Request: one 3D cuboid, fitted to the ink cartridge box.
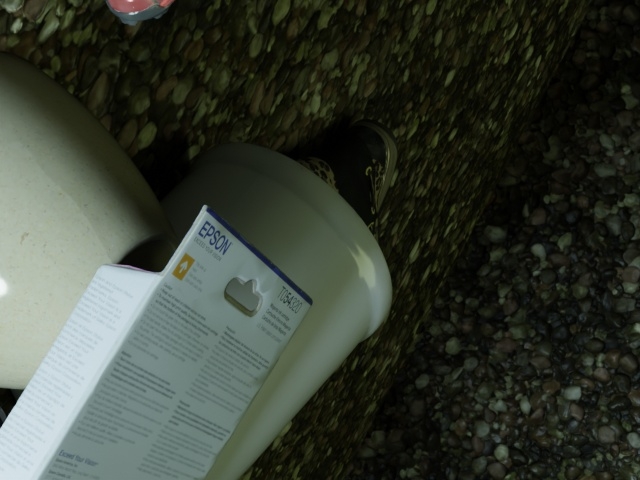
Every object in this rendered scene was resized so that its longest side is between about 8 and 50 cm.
[{"bbox_3d":[-0.160,0.143,1.231,0.330,0.071,0.324,-59,156,-8],"label":"ink cartridge box"}]

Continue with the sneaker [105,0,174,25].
[{"bbox_3d":[-0.152,-0.353,1.277,0.276,0.098,0.135,-63,162,-3],"label":"sneaker"}]

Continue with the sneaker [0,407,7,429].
[{"bbox_3d":[-0.373,0.279,1.249,0.163,0.086,0.226,-143,-108,-75],"label":"sneaker"}]

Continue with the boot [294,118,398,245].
[{"bbox_3d":[0.000,0.000,2.104,0.284,0.138,0.377,-29,139,-60],"label":"boot"}]

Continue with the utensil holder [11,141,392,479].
[{"bbox_3d":[-0.150,0.120,1.598,0.385,0.328,0.327,-48,157,-31],"label":"utensil holder"}]

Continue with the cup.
[{"bbox_3d":[-0.277,0.013,1.240,0.331,0.237,0.331,-51,158,-30],"label":"cup"}]
